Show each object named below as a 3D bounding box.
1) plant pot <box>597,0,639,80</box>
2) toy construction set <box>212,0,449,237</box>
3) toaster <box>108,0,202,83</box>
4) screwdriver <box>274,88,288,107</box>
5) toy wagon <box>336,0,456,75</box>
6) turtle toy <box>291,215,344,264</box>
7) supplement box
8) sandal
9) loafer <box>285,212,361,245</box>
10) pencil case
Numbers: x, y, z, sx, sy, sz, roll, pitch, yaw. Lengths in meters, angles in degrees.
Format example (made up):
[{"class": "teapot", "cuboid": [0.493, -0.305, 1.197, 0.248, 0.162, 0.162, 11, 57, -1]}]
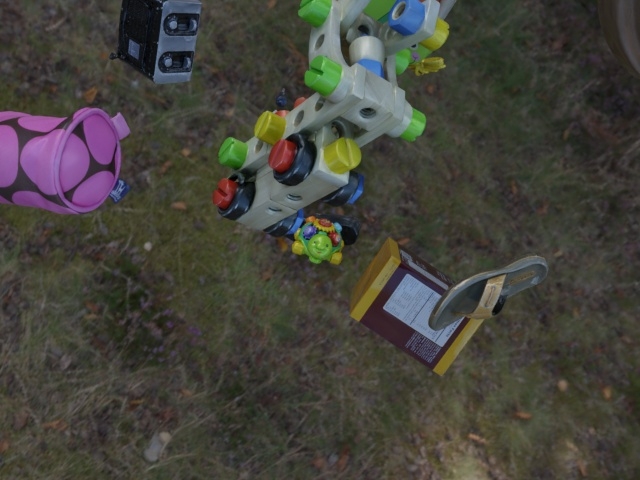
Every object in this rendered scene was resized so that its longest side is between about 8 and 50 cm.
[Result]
[{"class": "plant pot", "cuboid": [0.435, -0.227, 0.715, 0.263, 0.263, 0.229, 24, 26, -19]}, {"class": "toy construction set", "cuboid": [-0.010, -0.123, 0.762, 0.151, 0.328, 0.214, 15, 64, -18]}, {"class": "toaster", "cuboid": [-0.331, -0.421, 1.526, 0.110, 0.168, 0.186, -11, 35, -42]}, {"class": "screwdriver", "cuboid": [-0.069, -0.251, 1.305, 0.025, 0.024, 0.170, -9, 18, -3]}, {"class": "toy wagon", "cuboid": [0.095, -0.373, 1.019, 0.068, 0.267, 0.344, -41, 127, -31]}, {"class": "turtle toy", "cuboid": [0.000, 0.000, 1.359, 0.095, 0.066, 0.130, 15, 28, -4]}, {"class": "supplement box", "cuboid": [0.169, 0.113, 1.365, 0.194, 0.129, 0.191, 34, 10, -3]}, {"class": "sandal", "cuboid": [0.223, 0.072, 0.977, 0.180, 0.072, 0.049, -21, 49, -10]}, {"class": "loafer", "cuboid": [-0.001, -0.026, 1.506, 0.170, 0.062, 0.061, 8, 30, 17]}, {"class": "pencil case", "cuboid": [-0.265, -0.077, 0.619, 0.210, 0.095, 0.098, 10, 55, 18]}]
